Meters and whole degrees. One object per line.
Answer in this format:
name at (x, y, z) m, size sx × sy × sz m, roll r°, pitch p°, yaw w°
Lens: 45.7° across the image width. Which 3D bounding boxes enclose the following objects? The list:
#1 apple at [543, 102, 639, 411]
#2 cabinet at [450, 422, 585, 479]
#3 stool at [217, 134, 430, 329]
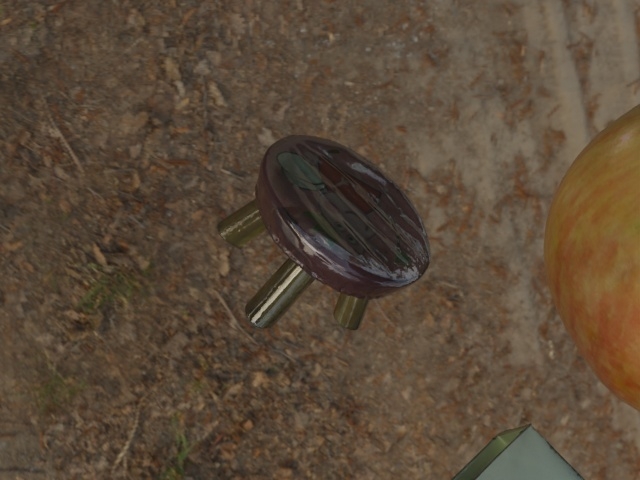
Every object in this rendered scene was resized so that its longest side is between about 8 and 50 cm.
apple at (0.431, 0.023, 0.779) m, size 0.392 × 0.391 × 0.346 m, roll -30°, pitch 145°, yaw -26°
cabinet at (0.246, 0.341, 0.871) m, size 0.150 × 0.206 × 0.145 m, roll -40°, pitch 167°, yaw -13°
stool at (0.000, 0.000, 1.075) m, size 0.272 × 0.272 × 0.178 m, roll 10°, pitch 135°, yaw -37°
